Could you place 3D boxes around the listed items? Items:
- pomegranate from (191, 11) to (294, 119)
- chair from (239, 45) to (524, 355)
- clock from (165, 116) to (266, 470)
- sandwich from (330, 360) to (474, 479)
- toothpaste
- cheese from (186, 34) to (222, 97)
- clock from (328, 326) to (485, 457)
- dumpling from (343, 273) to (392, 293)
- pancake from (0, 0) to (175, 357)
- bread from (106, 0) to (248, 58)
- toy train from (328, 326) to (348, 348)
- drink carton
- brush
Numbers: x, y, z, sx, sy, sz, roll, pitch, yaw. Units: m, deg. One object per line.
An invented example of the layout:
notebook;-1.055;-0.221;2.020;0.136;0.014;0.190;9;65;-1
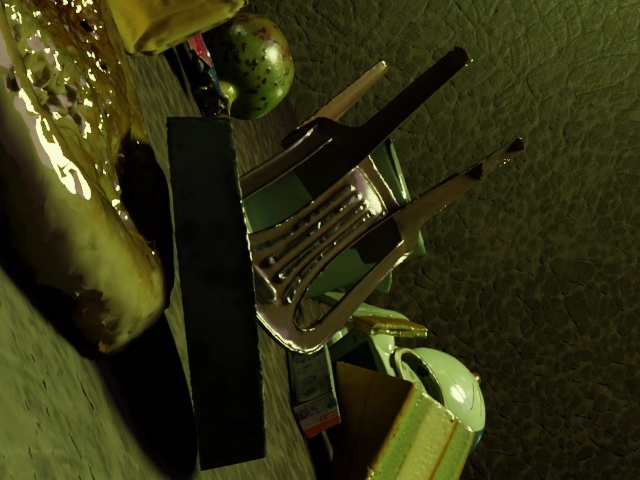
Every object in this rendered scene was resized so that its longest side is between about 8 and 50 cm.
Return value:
pomegranate;-0.089;-0.197;1.622;0.130;0.130;0.130;-21;90;-86
chair;0.020;-0.036;1.379;0.176;0.326;0.183;56;-20;-8
clock;-0.063;0.030;0.862;0.215;0.042;0.215;174;-90;-86
sandwich;0.053;0.234;1.454;0.117;0.187;0.144;39;-22;-27
toothpaste;-0.007;0.139;1.482;0.196;0.047;0.040;-101;166;-70
cheese;-0.149;-0.244;1.454;0.244;0.062;0.155;65;5;-53
clock;0.102;0.191;1.719;0.243;0.146;0.200;31;27;-51
dumpling;-0.006;0.002;1.777;0.219;0.153;0.108;42;39;13
pancake;-0.147;-0.111;0.771;0.356;0.065;0.356;-17;90;-84
bread;-0.138;-0.243;1.060;0.241;0.136;0.107;62;6;-67
toy train;0.055;0.235;1.820;0.055;0.048;0.252;-51;120;-83
drink carton;0.011;-0.014;1.577;0.191;0.189;0.185;25;50;-84
brush;0.032;0.076;1.694;0.336;0.085;0.020;-160;-104;-69
